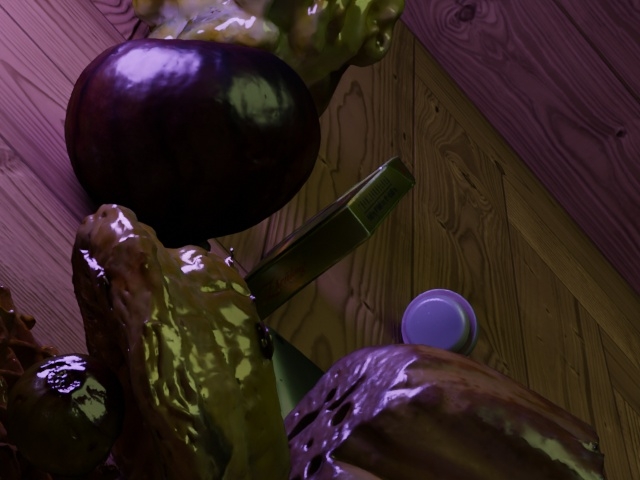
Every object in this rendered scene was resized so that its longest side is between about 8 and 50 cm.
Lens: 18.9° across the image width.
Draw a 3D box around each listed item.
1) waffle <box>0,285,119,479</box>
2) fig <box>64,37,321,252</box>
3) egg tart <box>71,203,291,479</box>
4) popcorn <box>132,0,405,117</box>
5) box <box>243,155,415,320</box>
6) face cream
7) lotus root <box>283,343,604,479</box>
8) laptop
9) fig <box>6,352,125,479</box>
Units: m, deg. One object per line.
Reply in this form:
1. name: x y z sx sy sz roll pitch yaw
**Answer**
1. waffle: -0.225 0.106 1.307 0.228 0.051 0.231 47 16 -15
2. fig: -0.118 -0.090 1.764 0.235 0.235 0.214 34 60 -48
3. egg tart: -0.090 0.109 1.349 0.290 0.115 0.290 163 -90 -78
4. popcorn: -0.074 -0.276 2.200 0.312 0.312 0.312 47 16 -18
5. box: 0.000 0.000 1.962 0.043 0.173 0.311 52 16 -2
6. face cream: 0.146 0.106 2.297 0.091 0.091 0.095 56 8 15
7. lotus root: 0.073 0.226 1.466 0.250 0.316 0.316 33 19 -9
8. laptop: 0.037 0.206 1.895 0.269 0.015 0.187 42 18 -32
9. fig: -0.164 0.122 1.246 0.084 0.082 0.098 50 -31 36
